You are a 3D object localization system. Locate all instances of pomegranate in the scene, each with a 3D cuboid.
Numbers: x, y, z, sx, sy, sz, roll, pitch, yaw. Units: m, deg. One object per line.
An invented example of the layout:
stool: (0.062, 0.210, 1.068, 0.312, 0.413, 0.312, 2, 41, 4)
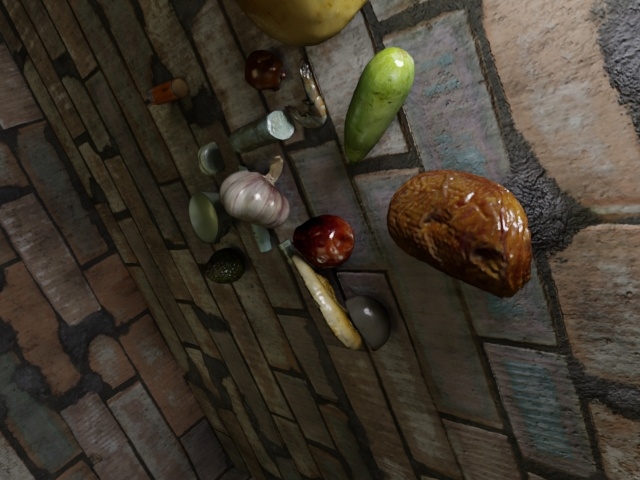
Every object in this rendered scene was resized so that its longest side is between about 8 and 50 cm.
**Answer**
pomegranate: (-0.036, -0.581, 1.068, 0.332, 0.332, 0.333, 29, 136, 32)

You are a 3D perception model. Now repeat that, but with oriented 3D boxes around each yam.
yam: (-0.195, -0.337, 1.622, 0.259, 0.093, 0.093, -6, 113, 51)

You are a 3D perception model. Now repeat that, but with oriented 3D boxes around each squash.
squash: (0.121, -0.313, 1.262, 0.118, 0.118, 0.371, 47, 146, 12)

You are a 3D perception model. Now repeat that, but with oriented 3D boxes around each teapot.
teapot: (-0.149, -0.477, 1.458, 0.116, 0.116, 0.173, 44, 169, 16)

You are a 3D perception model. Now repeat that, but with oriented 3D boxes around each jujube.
jujube: (0.000, 0.000, 1.605, 0.236, 0.168, 0.168, 9, 124, 50)

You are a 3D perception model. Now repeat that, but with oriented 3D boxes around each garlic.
garlic: (-0.194, -0.171, 1.691, 0.245, 0.245, 0.253, 35, 103, 25)

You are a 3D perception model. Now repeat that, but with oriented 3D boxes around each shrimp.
shrimp: (-0.056, -0.411, 1.458, 0.147, 0.035, 0.195, 7, 124, 49)

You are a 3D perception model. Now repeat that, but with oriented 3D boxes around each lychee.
lychee: (-0.399, 0.112, 2.143, 0.171, 0.171, 0.171, 29, 136, 32)

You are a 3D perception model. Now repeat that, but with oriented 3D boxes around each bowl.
bowl: (-0.419, -0.100, 2.024, 0.211, 0.112, 0.212, 20, 118, 43)

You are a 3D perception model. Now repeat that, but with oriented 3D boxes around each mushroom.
mushroom: (0.165, 0.257, 1.656, 0.117, 0.141, 0.188, -29, 90, 20)

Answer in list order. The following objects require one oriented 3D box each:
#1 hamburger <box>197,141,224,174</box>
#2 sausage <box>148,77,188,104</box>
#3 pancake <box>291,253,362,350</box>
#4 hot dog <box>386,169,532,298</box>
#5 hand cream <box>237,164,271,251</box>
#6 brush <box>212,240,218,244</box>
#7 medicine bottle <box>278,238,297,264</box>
hamburger: (-0.413, -0.296, 1.906, 0.054, 0.084, 0.121, 4, 122, 45)
sausage: (-0.580, -0.550, 1.911, 0.234, 0.071, 0.071, 4, 120, 47)
pancake: (0.023, 0.198, 1.687, 0.387, 0.082, 0.387, 55, 178, 2)
hot dog: (0.330, -0.018, 1.212, 0.387, 0.174, 0.267, 29, 135, 45)
hand cream: (-0.239, -0.116, 1.882, 0.085, 0.058, 0.332, 29, 134, 58)
brush: (-0.426, -0.053, 2.158, 0.062, 0.027, 0.266, 59, 144, 11)
medicine bottle: (-0.115, 0.041, 1.862, 0.047, 0.047, 0.083, -18, 104, 53)
